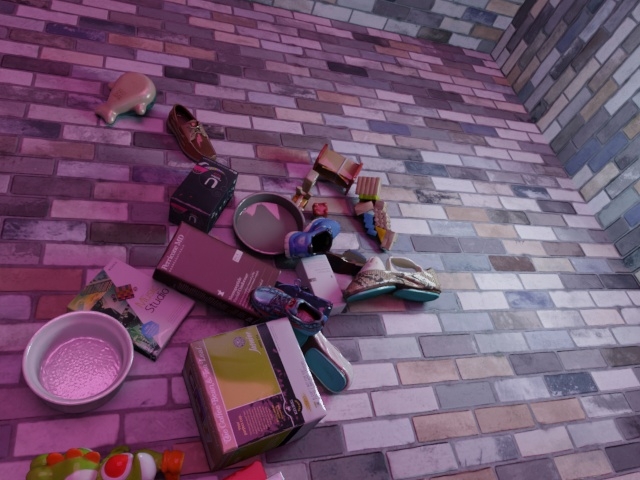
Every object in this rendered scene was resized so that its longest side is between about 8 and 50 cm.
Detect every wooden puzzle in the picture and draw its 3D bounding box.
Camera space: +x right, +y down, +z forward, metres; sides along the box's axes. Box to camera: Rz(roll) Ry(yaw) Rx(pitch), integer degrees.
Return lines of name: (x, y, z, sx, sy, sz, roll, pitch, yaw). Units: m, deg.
wooden puzzle: (-0.634, 0.168, 1.570, 0.083, 0.006, 0.049, -12, 59, -30)

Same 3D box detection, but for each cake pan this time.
cake pan: (-0.208, -0.063, 1.950, 0.293, 0.054, 0.293, 7, 59, -13)

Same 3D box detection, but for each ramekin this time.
ramekin: (-0.686, 0.354, 1.390, 0.277, 0.135, 0.277, 12, 50, -14)

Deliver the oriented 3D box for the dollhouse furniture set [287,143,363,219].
dollhouse furniture set: (0.015, -0.227, 2.166, 0.201, 0.152, 0.374, 30, 65, 1)

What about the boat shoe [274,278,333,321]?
boat shoe: (-0.063, 0.209, 1.759, 0.258, 0.109, 0.089, 28, 70, 26)

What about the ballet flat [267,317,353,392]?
ballet flat: (-0.034, 0.353, 1.690, 0.400, 0.139, 0.139, 47, 51, 11)

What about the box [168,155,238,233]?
box: (-0.455, -0.175, 1.899, 0.165, 0.143, 0.270, 24, 49, -2)

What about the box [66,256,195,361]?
box: (-0.609, 0.218, 1.582, 0.322, 0.058, 0.232, 27, 48, 1)

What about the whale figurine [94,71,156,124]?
whale figurine: (-0.836, -0.600, 2.104, 0.216, 0.141, 0.272, 38, 73, 9)

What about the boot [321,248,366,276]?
boot: (0.094, 0.081, 1.993, 0.219, 0.082, 0.106, 21, 29, -4)

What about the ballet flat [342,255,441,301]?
ballet flat: (0.274, 0.150, 1.916, 0.483, 0.164, 0.181, 4, 65, -32)

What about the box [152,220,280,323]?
box: (-0.349, 0.114, 1.655, 0.382, 0.143, 0.191, 27, 64, -12)

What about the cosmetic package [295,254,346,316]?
cosmetic package: (-0.002, 0.174, 1.857, 0.117, 0.085, 0.231, -8, 56, -27)

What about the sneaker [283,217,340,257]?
sneaker: (0.000, 0.000, 1.908, 0.147, 0.129, 0.330, 8, 22, 29)

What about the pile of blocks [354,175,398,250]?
pile of blocks: (0.248, -0.116, 2.183, 0.149, 0.113, 0.362, -18, 76, 16)

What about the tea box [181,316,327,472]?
tea box: (-0.209, 0.453, 1.458, 0.324, 0.220, 0.329, -8, 58, -29)

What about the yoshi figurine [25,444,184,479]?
yoshi figurine: (-0.545, 0.623, 1.234, 0.362, 0.203, 0.202, 14, 75, -18)

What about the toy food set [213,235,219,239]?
toy food set: (-0.412, 0.054, 1.785, 0.128, 0.071, 0.217, 0, 54, -23)

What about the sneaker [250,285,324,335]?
sneaker: (-0.100, 0.209, 1.576, 0.262, 0.125, 0.104, 25, 60, -4)

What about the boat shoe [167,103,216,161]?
boat shoe: (-0.560, -0.465, 2.100, 0.123, 0.116, 0.324, -30, 69, -37)

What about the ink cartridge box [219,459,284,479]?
ink cartridge box: (-0.222, 0.757, 1.274, 0.310, 0.130, 0.271, -17, 61, -32)
